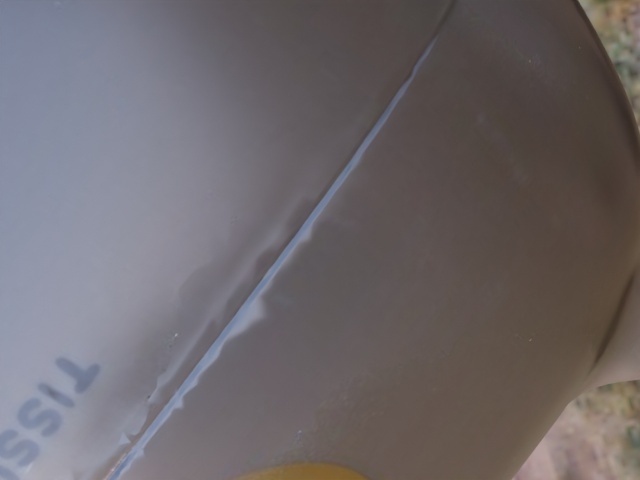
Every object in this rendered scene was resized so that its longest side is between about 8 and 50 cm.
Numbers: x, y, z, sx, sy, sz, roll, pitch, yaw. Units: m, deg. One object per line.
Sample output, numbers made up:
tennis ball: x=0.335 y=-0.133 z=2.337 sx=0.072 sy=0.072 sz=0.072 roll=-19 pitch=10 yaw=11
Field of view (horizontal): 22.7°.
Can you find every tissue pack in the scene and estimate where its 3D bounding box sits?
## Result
tissue pack: x=-0.088 y=0.026 z=0.507 sx=0.277 sy=0.387 sz=0.267 roll=35 pitch=-168 yaw=-23
